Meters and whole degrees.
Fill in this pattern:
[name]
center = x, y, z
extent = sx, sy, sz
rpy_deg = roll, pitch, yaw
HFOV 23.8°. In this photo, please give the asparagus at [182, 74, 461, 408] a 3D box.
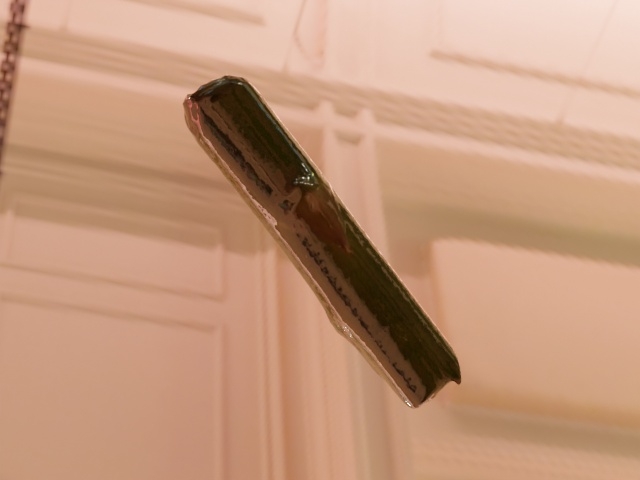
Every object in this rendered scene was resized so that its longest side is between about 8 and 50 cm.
[asparagus]
center = 0.002, -0.001, 1.087
extent = 0.060, 0.067, 0.278
rpy_deg = -36, -90, -42
